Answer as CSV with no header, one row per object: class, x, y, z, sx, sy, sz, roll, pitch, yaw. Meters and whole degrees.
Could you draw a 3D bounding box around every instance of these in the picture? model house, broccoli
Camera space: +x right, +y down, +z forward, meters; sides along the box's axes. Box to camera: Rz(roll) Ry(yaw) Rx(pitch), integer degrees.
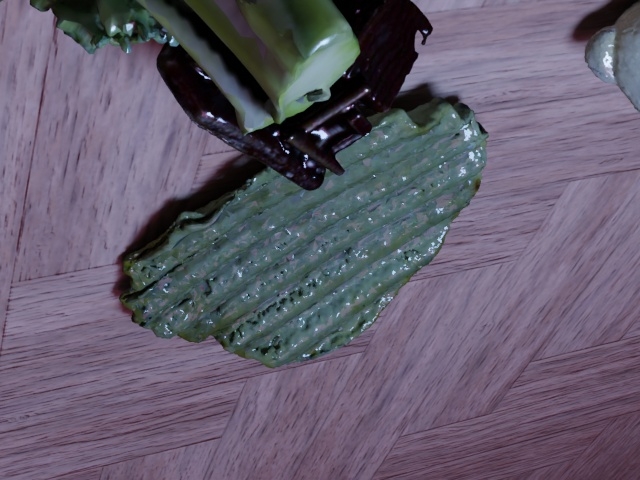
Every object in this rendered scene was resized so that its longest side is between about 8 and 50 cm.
model house,-0.013,-0.151,1.128,0.164,0.141,0.203,-26,152,27
broccoli,-0.067,-0.239,0.796,0.375,0.302,0.249,-43,-167,50

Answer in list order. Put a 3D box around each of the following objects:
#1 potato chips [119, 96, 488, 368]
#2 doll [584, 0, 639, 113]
potato chips,0.000,0.000,1.480,0.429,0.070,0.358,-34,149,18
doll,0.394,-0.233,1.350,0.278,0.175,0.149,-51,-179,28
